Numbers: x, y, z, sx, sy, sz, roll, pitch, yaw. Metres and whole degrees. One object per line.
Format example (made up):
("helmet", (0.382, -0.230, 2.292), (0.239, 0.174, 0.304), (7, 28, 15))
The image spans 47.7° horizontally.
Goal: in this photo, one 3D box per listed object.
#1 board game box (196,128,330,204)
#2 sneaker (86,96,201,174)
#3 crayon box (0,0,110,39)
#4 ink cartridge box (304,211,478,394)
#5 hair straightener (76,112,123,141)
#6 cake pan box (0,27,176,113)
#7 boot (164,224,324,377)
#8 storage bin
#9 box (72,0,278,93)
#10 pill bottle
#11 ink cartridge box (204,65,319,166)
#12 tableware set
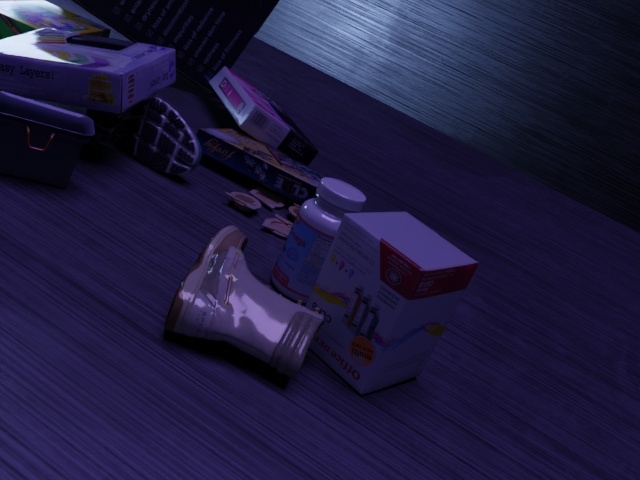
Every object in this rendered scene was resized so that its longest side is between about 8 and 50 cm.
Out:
("board game box", (-0.099, -0.139, 1.352), (0.243, 0.042, 0.165), (27, 14, 9))
("sneaker", (-0.288, -0.202, 1.248), (0.275, 0.107, 0.110), (37, 15, 31))
("crayon box", (-0.572, -0.426, 1.498), (0.165, 0.081, 0.278), (24, 20, -1))
("ink cartridge box", (0.076, 0.071, 0.873), (0.128, 0.176, 0.127), (37, 27, 33))
("hair straightener", (-0.431, -0.202, 1.152), (0.230, 0.047, 0.089), (5, 27, -29))
("cake pan box", (-0.385, -0.279, 1.166), (0.245, 0.070, 0.267), (12, 24, 4))
("boot", (-0.075, 0.068, 0.855), (0.165, 0.077, 0.213), (23, 26, -2))
("storage bin", (-0.383, -0.129, 0.973), (0.135, 0.091, 0.098), (12, 24, -26))
("box", (-0.339, -0.690, 1.673), (0.471, 0.480, 0.297), (30, 11, -40))
("pill bottle", (0.000, 0.000, 0.981), (0.087, 0.160, 0.087), (21, 20, -8))
("ink cartridge box", (-0.139, -0.285, 1.595), (0.175, 0.069, 0.371), (32, 11, -32))
("tableware set", (-0.076, -0.051, 1.222), (0.141, 0.020, 0.168), (29, 21, 12))
